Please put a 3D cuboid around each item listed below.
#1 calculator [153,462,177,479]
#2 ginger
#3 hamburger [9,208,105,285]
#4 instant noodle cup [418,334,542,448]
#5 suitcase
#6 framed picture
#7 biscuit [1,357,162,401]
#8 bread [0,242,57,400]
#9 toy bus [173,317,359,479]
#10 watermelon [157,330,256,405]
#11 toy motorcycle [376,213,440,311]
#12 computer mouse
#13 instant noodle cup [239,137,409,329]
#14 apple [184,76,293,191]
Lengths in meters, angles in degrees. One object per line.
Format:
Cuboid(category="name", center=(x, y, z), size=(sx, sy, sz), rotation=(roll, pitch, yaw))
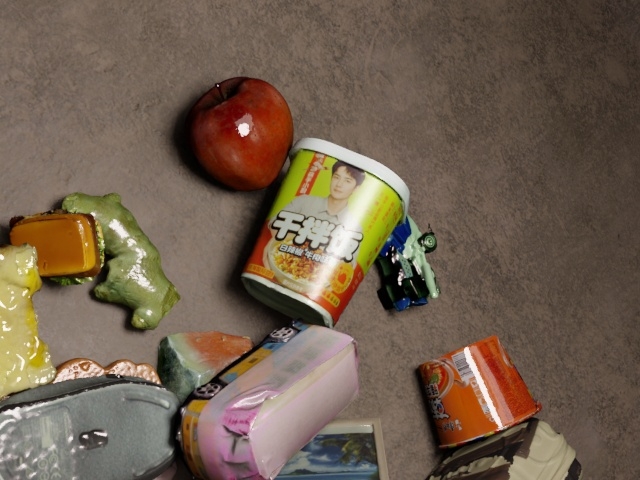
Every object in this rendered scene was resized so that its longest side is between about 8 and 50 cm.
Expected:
Cuboid(category="calculator", center=(-0.325, 0.434, 1.425), size=(0.100, 0.032, 0.175), rotation=(44, 56, -17))
Cuboid(category="ginger", center=(-0.368, 0.034, 1.484), size=(0.137, 0.089, 0.289), rotation=(-26, 99, -12))
Cuboid(category="hamburger", center=(-0.452, 0.011, 1.397), size=(0.087, 0.166, 0.137), rotation=(-50, 138, -75))
Cuboid(category="instant noodle cup", center=(0.348, 0.336, 1.827), size=(0.250, 0.250, 0.192), rotation=(-13, 77, -38))
Cuboid(category="suitcase", center=(0.388, 0.521, 1.721), size=(0.194, 0.351, 0.339), rotation=(52, 52, -1))
Cuboid(category="framed picture", center=(-0.036, 0.412, 1.470), size=(0.315, 0.232, 0.024), rotation=(-3, 120, -2))
Cuboid(category="biscuit", center=(-0.422, 0.311, 1.384), size=(0.334, 0.047, 0.201), rotation=(-24, 92, -37))
Cuboid(category="bread", center=(-0.538, 0.128, 1.301), size=(0.174, 0.133, 0.251), rotation=(-20, 106, -45))
Cuboid(category="toy bus", center=(-0.080, 0.288, 1.457), size=(0.386, 0.163, 0.171), rotation=(-32, 115, -50))
Cuboid(category="watermelon", center=(-0.178, 0.263, 1.548), size=(0.257, 0.140, 0.192), rotation=(-3, 86, -45))
Cuboid(category="toy motorcycle", center=(0.158, 0.002, 1.861), size=(0.196, 0.125, 0.331), rotation=(-17, 83, -36))
Cuboid(category="computer mouse", center=(-0.392, 0.321, 1.304), size=(0.374, 0.114, 0.203), rotation=(4, 73, -44))
Cuboid(category="instant noodle cup", center=(0.000, 0.000, 1.629), size=(0.294, 0.294, 0.307), rotation=(35, 72, -23))
Cuboid(category="apple", center=(-0.159, -0.218, 1.634), size=(0.234, 0.234, 0.233), rotation=(11, 70, -33))
